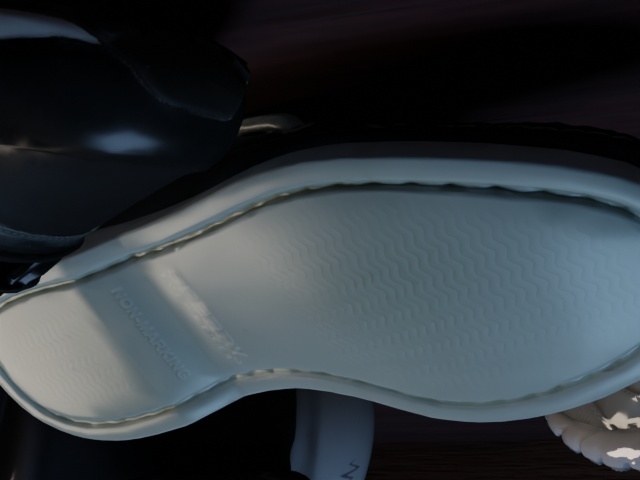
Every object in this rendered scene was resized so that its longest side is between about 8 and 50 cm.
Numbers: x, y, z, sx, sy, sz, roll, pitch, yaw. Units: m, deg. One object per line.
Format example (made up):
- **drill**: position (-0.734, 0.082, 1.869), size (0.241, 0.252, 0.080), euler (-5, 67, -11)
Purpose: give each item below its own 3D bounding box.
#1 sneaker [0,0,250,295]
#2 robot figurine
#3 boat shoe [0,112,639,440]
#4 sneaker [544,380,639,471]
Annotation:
- **sneaker**: position (-0.130, 0.010, 0.460), size (0.283, 0.124, 0.107), euler (-9, 167, 41)
- **robot figurine**: position (-0.103, 0.092, 0.809), size (0.278, 0.209, 0.173), euler (7, 146, -30)
- **boat shoe**: position (0.000, 0.000, 0.519), size (0.303, 0.091, 0.114), euler (-6, 124, 36)
- **sneaker**: position (0.185, 0.032, 0.627), size (0.105, 0.115, 0.281), euler (-8, 175, -24)
